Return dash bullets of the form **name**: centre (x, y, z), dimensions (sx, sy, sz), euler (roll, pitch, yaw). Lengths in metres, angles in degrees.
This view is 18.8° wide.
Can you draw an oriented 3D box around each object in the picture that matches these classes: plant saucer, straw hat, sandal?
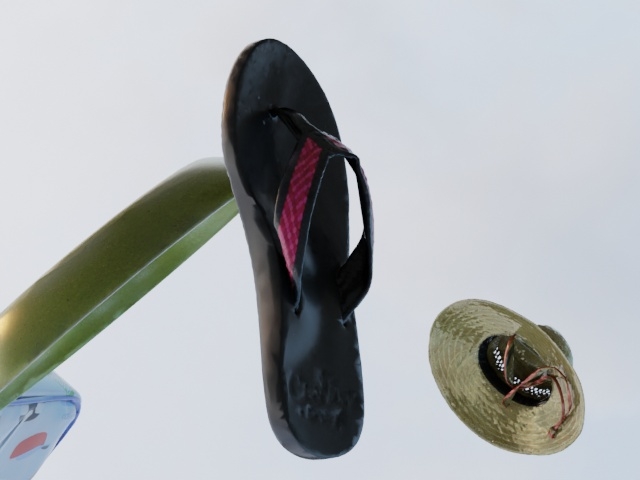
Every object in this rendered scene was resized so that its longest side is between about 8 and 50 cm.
- **plant saucer**: centre (-0.128, 0.024, 1.137), dimensions (0.037, 0.241, 0.241), euler (50, -131, 1)
- **straw hat**: centre (0.158, 0.094, 1.488), dimensions (0.144, 0.144, 0.061), euler (27, -137, 29)
- **sandal**: centre (0.000, 0.000, 0.801), dimensions (0.067, 0.040, 0.179), euler (6, -110, -44)

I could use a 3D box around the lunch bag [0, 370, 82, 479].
- **lunch bag**: centre (-0.288, 0.148, 1.253), dimensions (0.115, 0.243, 0.303), euler (40, -170, 13)
